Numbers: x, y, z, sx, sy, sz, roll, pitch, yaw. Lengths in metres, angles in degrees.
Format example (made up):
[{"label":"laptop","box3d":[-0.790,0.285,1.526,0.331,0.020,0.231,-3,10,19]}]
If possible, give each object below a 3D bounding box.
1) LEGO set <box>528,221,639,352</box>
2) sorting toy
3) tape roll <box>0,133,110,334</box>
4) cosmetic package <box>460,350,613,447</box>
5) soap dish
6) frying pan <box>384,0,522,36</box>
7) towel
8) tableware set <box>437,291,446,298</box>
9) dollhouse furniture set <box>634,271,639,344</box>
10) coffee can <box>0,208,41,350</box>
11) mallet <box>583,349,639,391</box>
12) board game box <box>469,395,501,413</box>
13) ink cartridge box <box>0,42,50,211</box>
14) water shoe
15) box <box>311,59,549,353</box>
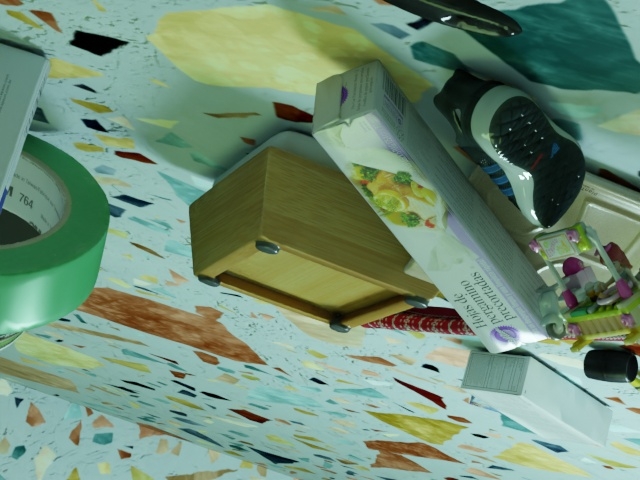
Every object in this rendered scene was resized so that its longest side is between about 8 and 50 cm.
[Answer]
[{"label":"LEGO set","box3d":[0.279,0.006,1.369,0.287,0.132,0.107,-26,98,42]},{"label":"sorting toy","box3d":[0.204,-0.003,1.509,0.193,0.038,0.208,21,137,-14]},{"label":"tape roll","box3d":[-0.381,-0.024,1.687,0.321,0.077,0.321,12,-151,-7]},{"label":"cosmetic package","box3d":[0.297,0.215,2.225,0.099,0.060,0.239,6,162,40]},{"label":"soap dish","box3d":[0.000,0.000,1.676,0.229,0.118,0.291,21,163,-15]},{"label":"frying pan","box3d":[-0.035,-0.215,1.095,0.326,0.053,0.197,8,163,21]},{"label":"towel","box3d":[0.182,0.086,1.742,0.199,0.031,0.275,3,178,-26]},{"label":"tableware set","box3d":[0.122,0.042,1.881,0.154,0.024,0.104,11,167,15]},{"label":"dollhouse furniture set","box3d":[0.448,0.091,1.635,0.301,0.151,0.197,41,173,34]},{"label":"coffee can","box3d":[-0.442,0.038,2.102,0.202,0.201,0.275,20,165,-13]},{"label":"mallet","box3d":[0.384,0.175,2.054,0.062,0.039,0.190,6,165,28]},{"label":"board game box","box3d":[0.269,0.237,2.405,0.090,0.020,0.090,16,163,2]},{"label":"ink cartridge box","box3d":[-0.393,-0.099,1.535,0.224,0.223,0.045,18,168,-3]},{"label":"water shoe","box3d":[0.159,-0.081,1.357,0.080,0.073,0.203,36,173,34]},{"label":"box","box3d":[0.102,-0.022,1.424,0.063,0.067,0.324,-19,133,27]}]
